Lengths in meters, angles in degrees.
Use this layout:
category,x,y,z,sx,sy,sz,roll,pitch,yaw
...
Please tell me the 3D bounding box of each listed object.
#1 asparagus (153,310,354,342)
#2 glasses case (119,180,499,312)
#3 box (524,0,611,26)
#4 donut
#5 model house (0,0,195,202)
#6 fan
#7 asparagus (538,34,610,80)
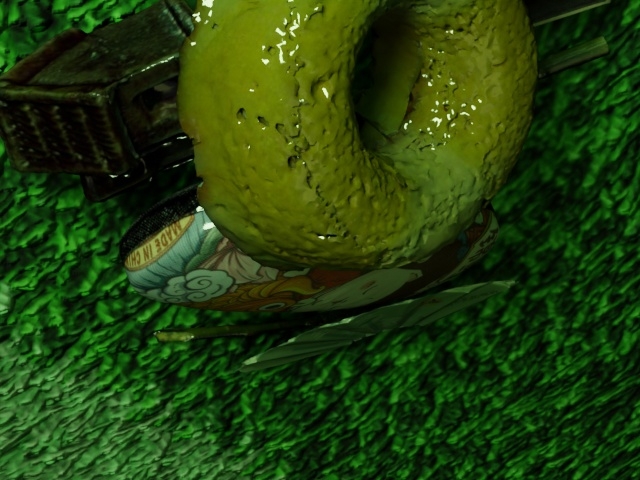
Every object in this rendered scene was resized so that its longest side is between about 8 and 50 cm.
category,x,y,z,sx,sy,sz,roll,pitch,yaw
asparagus,-0.051,0.068,1.511,0.166,0.013,0.016,-4,149,-21
glasses case,0.000,0.000,1.359,0.321,0.082,0.122,1,152,-47
box,0.153,-0.184,1.291,0.079,0.035,0.083,-19,141,-5
donut,0.034,-0.098,1.185,0.272,0.107,0.272,-21,118,-45
model house,-0.127,-0.074,1.229,0.152,0.106,0.165,-21,138,-4
fan,0.040,0.067,1.515,0.240,0.009,0.131,-18,167,9
asparagus,0.148,-0.117,1.384,0.127,0.015,0.018,-22,141,0
